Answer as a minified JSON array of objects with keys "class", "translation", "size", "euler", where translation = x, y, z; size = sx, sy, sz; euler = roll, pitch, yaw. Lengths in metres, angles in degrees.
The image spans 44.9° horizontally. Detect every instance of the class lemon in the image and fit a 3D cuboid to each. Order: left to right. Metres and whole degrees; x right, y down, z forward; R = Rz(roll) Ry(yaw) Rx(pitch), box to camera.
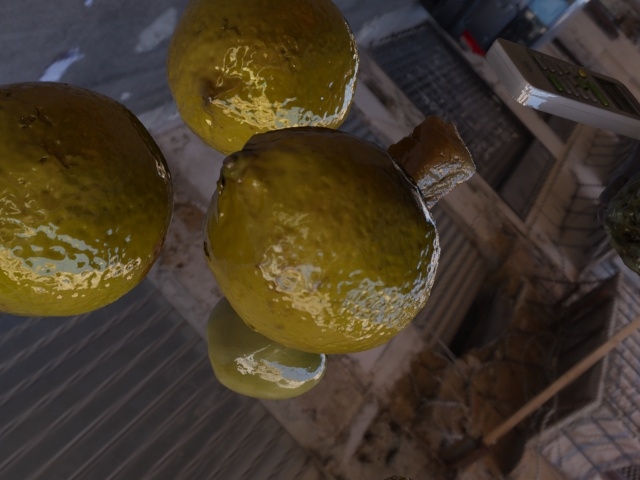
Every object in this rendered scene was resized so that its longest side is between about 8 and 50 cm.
[{"class":"lemon","translation":[-0.280,-0.041,0.802],"size":[0.267,0.267,0.267],"euler":[-43,179,-1]},{"class":"lemon","translation":[-0.091,-0.284,1.280],"size":[0.336,0.336,0.336],"euler":[-43,179,-1]},{"class":"lemon","translation":[0.000,0.000,0.876],"size":[0.254,0.310,0.253],"euler":[-22,-130,29]}]

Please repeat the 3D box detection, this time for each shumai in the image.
[{"class":"shumai","translation":[0.500,-0.059,0.973],"size":[0.256,0.189,0.218],"euler":[-19,157,-6]}]

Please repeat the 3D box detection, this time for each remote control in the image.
[{"class":"remote control","translation":[0.320,-0.189,0.981],"size":[0.250,0.103,0.034],"euler":[9,134,-32]}]

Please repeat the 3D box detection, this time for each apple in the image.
[{"class":"apple","translation":[-0.097,0.195,1.557],"size":[0.262,0.262,0.262],"euler":[-43,179,-1]}]

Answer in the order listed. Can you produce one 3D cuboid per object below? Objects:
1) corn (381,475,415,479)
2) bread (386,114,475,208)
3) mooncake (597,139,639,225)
[{"class":"corn","translation":[0.087,0.285,0.742],"size":[0.097,0.097,0.320],"euler":[-43,175,-6]},{"class":"bread","translation":[0.138,-0.101,1.034],"size":[0.125,0.082,0.106],"euler":[-38,-154,15]},{"class":"mooncake","translation":[0.670,-0.024,1.341],"size":[0.351,0.381,0.212],"euler":[11,117,-51]}]
